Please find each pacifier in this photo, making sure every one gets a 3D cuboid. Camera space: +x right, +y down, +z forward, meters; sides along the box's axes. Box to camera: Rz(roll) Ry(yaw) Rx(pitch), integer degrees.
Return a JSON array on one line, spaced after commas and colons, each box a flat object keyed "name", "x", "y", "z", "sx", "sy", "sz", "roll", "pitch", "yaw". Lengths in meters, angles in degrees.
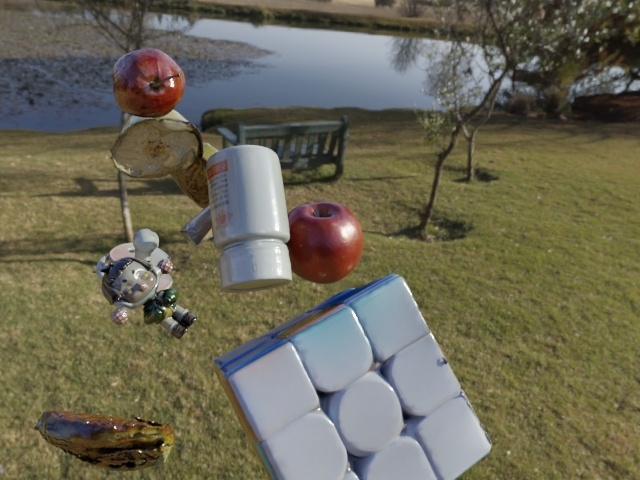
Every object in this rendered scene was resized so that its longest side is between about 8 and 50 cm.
[{"name": "pacifier", "x": -0.705, "y": 0.090, "z": 1.853, "sx": 0.273, "sy": 0.220, "sz": 0.332, "roll": -37, "pitch": 40, "yaw": 7}]

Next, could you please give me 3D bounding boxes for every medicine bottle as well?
[{"name": "medicine bottle", "x": -0.195, "y": -0.054, "z": 1.302, "sx": 0.211, "sy": 0.371, "sz": 0.211, "roll": -8, "pitch": -12, "yaw": -2}]

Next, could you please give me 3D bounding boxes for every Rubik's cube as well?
[{"name": "Rubik's cube", "x": 0.024, "y": 0.255, "z": 0.749, "sx": 0.290, "sy": 0.291, "sz": 0.292, "roll": -26, "pitch": -3, "yaw": -20}]

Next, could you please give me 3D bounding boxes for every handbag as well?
[{"name": "handbag", "x": -0.340, "y": -0.055, "z": 1.459, "sx": 0.173, "sy": 0.095, "sz": 0.117, "roll": -42, "pitch": 21, "yaw": -19}]

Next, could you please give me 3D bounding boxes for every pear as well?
[{"name": "pear", "x": -0.497, "y": -0.321, "z": 1.404, "sx": 0.267, "sy": 0.267, "sz": 0.178, "roll": -11, "pitch": 63, "yaw": -24}]

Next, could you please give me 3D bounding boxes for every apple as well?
[{"name": "apple", "x": 0.000, "y": 0.000, "z": 1.444, "sx": 0.260, "sy": 0.216, "sz": 0.260, "roll": -1, "pitch": 34, "yaw": 1}]

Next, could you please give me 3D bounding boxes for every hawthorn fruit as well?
[{"name": "hawthorn fruit", "x": -0.370, "y": -0.335, "z": 1.024, "sx": 0.163, "sy": 0.162, "sz": 0.203, "roll": -8, "pitch": 24, "yaw": -20}]

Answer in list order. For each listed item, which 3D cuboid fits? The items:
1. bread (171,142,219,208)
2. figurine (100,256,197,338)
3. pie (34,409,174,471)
[{"name": "bread", "x": -0.466, "y": -0.254, "z": 1.873, "sx": 0.270, "sy": 0.269, "sz": 0.148, "roll": 15, "pitch": 44, "yaw": 24}, {"name": "figurine", "x": -0.608, "y": 0.194, "z": 1.656, "sx": 0.370, "sy": 0.167, "sz": 0.281, "roll": 41, "pitch": 61, "yaw": -11}, {"name": "pie", "x": -0.468, "y": 0.451, "z": 1.062, "sx": 0.308, "sy": 0.308, "sz": 0.085, "roll": 3, "pitch": 51, "yaw": 1}]
